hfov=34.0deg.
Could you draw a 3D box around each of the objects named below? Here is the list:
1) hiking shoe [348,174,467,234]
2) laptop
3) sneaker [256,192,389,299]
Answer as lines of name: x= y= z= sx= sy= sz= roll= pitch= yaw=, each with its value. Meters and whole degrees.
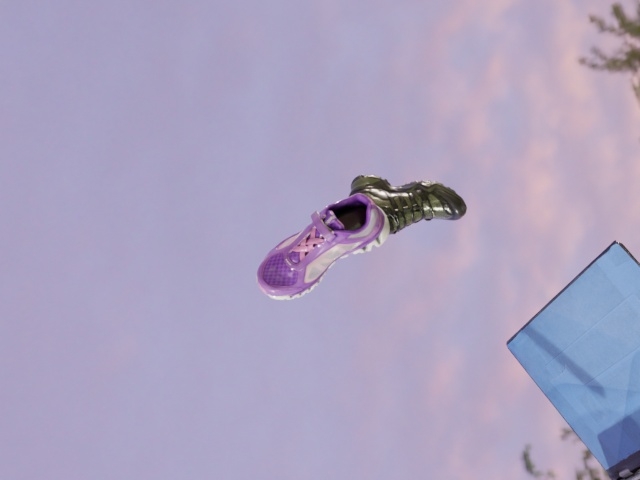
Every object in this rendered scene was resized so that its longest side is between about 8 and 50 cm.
hiking shoe: x=0.152 y=-0.048 z=1.911 sx=0.086 sy=0.226 sz=0.114 roll=68 pitch=-144 yaw=-50
laptop: x=0.378 y=0.288 z=1.386 sx=0.236 sy=0.382 sz=0.408 roll=22 pitch=-119 yaw=-2
sneaker: x=0.000 y=0.000 z=1.625 sx=0.095 sy=0.236 sz=0.104 roll=54 pitch=169 yaw=20
